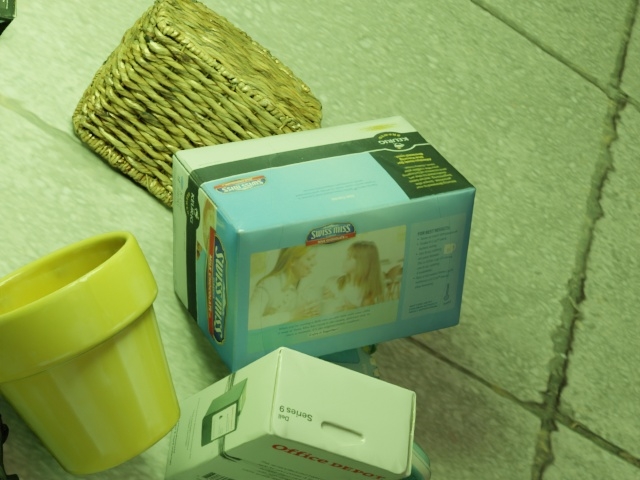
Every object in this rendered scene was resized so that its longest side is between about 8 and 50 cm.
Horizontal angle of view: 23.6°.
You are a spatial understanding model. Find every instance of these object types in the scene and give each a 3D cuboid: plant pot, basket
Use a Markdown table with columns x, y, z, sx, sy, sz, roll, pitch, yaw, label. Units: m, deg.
| x | y | z | sx | sy | sz | roll | pitch | yaw | label |
| --- | --- | --- | --- | --- | --- | --- | --- | --- | --- |
| -0.295 | 0.148 | 1.903 | 0.254 | 0.254 | 0.239 | -37 | 109 | -38 | plant pot |
| -0.175 | -0.188 | 2.206 | 0.299 | 0.223 | 0.213 | 36 | 22 | -16 | basket |

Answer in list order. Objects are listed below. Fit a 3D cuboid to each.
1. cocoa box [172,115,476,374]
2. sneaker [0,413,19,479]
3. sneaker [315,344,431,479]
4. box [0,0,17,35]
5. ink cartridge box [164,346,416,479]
| x | y | z | sx | sy | sz | roll | pitch | yaw | label |
| --- | --- | --- | --- | --- | --- | --- | --- | --- | --- |
| 0.000 | 0.000 | 2.058 | 0.347 | 0.231 | 0.228 | -11 | 35 | -23 | cocoa box |
| -0.456 | 0.223 | 1.842 | 0.135 | 0.098 | 0.276 | -30 | 91 | -38 | sneaker |
| 0.063 | 0.195 | 2.181 | 0.319 | 0.127 | 0.208 | 41 | 55 | -13 | sneaker |
| -0.557 | -0.445 | 2.073 | 0.293 | 0.073 | 0.295 | 9 | 66 | -30 | box |
| -0.040 | 0.256 | 1.981 | 0.211 | 0.289 | 0.121 | 21 | 61 | -26 | ink cartridge box |
